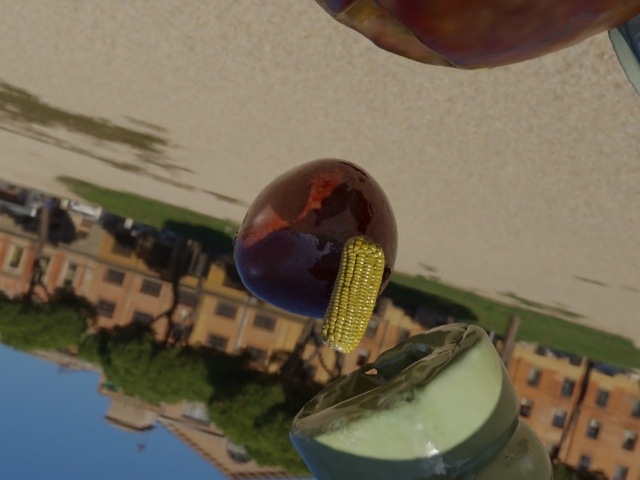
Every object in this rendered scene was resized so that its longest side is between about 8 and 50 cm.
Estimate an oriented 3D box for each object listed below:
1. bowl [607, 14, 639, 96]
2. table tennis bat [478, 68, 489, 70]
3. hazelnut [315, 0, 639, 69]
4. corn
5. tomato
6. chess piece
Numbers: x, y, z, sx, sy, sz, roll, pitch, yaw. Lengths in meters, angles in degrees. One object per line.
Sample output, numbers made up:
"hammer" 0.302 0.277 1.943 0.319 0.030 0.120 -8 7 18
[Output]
"bowl" 0.377 -0.215 0.906 0.337 0.337 0.157 18 149 -41
"table tennis bat" 0.217 -0.362 1.259 0.224 0.368 0.054 46 149 0
"hazelnut" 0.144 -0.330 0.662 0.402 0.429 0.402 13 -157 -6
"corn" 0.025 0.042 0.724 0.037 0.092 0.037 18 165 5
"tomato" 0.000 0.000 0.925 0.167 0.167 0.167 16 178 1
"chess piece" 0.158 0.292 0.764 0.442 0.234 0.234 61 174 -3
